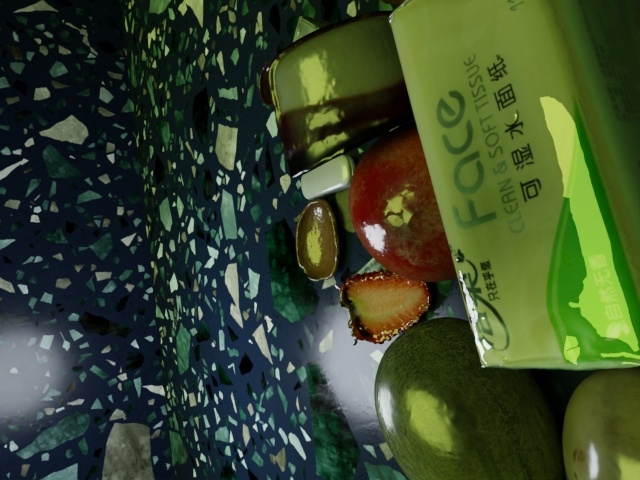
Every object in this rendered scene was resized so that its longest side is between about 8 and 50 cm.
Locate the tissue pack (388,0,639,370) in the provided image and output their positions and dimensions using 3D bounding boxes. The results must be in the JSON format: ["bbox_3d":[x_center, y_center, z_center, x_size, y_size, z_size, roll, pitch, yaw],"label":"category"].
[{"bbox_3d":[0.279,-0.090,0.540,0.205,0.331,0.405,-24,74,52],"label":"tissue pack"}]

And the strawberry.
[{"bbox_3d":[0.143,0.128,0.997,0.208,0.087,0.167,-12,105,30],"label":"strawberry"}]

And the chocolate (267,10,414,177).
[{"bbox_3d":[0.035,-0.242,0.780,0.283,0.283,0.186,-17,104,54],"label":"chocolate"}]

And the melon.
[{"bbox_3d":[0.221,0.276,0.749,0.329,0.248,0.249,61,139,28],"label":"melon"}]

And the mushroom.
[{"bbox_3d":[0.398,0.255,0.572,0.204,0.204,0.204,10,102,54],"label":"mushroom"}]

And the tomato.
[{"bbox_3d":[0.169,-0.060,0.775,0.265,0.264,0.265,10,102,54],"label":"tomato"}]

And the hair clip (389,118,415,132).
[{"bbox_3d":[0.220,-0.284,0.818,0.138,0.091,0.321,68,154,10],"label":"hair clip"}]

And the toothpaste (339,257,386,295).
[{"bbox_3d":[0.115,0.065,1.048,0.239,0.039,0.062,-47,61,44],"label":"toothpaste"}]

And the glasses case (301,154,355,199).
[{"bbox_3d":[0.015,-0.148,1.153,0.197,0.049,0.076,-14,82,55],"label":"glasses case"}]

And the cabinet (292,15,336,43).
[{"bbox_3d":[0.047,-0.349,1.000,0.206,0.145,0.150,49,132,40],"label":"cabinet"}]

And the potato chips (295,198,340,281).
[{"bbox_3d":[0.000,0.000,1.194,0.150,0.049,0.202,-2,90,50],"label":"potato chips"}]

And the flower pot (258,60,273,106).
[{"bbox_3d":[-0.093,-0.396,1.242,0.111,0.089,0.111,12,105,53],"label":"flower pot"}]

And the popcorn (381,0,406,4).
[{"bbox_3d":[0.168,-0.506,0.722,0.316,0.281,0.297,-51,36,30],"label":"popcorn"}]
